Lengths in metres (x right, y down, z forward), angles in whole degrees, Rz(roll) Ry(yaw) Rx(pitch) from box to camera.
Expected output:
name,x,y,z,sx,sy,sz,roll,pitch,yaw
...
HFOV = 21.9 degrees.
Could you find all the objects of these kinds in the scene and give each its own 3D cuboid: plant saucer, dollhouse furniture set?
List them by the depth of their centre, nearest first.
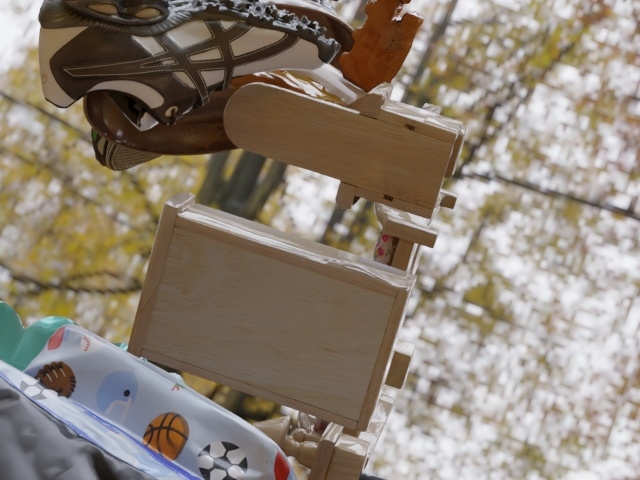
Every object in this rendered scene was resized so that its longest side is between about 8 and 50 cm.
name,x,y,z,sx,sy,sz,roll,pitch,yaw
dollhouse furniture set,0.000,0.000,1.250,0.174,0.303,0.355,18,16,6
plant saucer,-0.108,-0.187,1.804,0.310,0.050,0.310,-11,-24,-5

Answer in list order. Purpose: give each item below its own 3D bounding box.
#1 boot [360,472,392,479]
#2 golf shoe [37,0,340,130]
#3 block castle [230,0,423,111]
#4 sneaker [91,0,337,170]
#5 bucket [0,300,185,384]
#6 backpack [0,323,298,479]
name,x,y,z,sx,sy,sz,roll,pitch,yaw
boot,0.191,0.416,1.368,0.445,0.367,0.146,17,-31,6
golf shoe,-0.083,-0.112,1.008,0.198,0.094,0.077,6,16,-31
block castle,-0.012,-0.332,1.432,0.303,0.453,0.213,13,20,-49
sneaker,-0.122,-0.170,2.021,0.343,0.146,0.134,-25,-24,7
bucket,-0.255,0.188,1.408,0.281,0.183,0.281,13,-24,6
backpack,-0.124,0.196,0.943,0.276,0.213,0.263,30,-36,37
